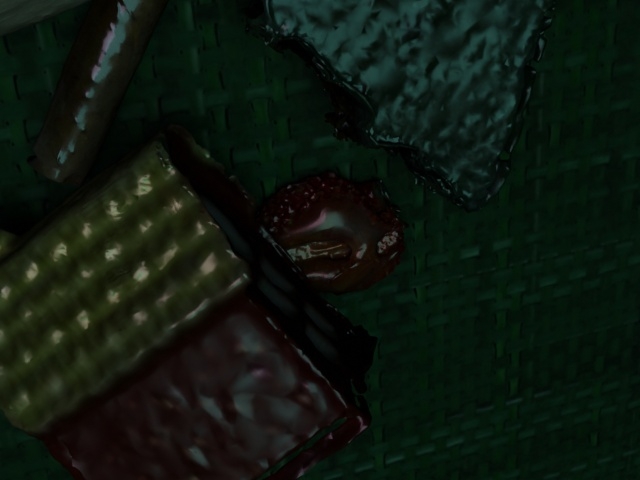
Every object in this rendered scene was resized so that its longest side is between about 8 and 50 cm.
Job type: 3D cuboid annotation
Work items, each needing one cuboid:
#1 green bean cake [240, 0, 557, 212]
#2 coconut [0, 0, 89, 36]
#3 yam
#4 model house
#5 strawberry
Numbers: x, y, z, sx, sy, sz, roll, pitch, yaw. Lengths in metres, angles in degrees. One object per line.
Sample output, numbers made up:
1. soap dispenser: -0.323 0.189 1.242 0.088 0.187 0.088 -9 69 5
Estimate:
1. green bean cake: 0.041 -0.130 0.623 0.208 0.107 0.193 6 115 -21
2. coconut: -0.214 -0.195 0.443 0.233 0.224 0.224 -12 118 -10
3. yam: -0.124 -0.156 0.587 0.046 0.046 0.264 21 107 -26
4. model house: -0.109 0.055 0.611 0.196 0.160 0.254 -37 109 11
5. strawberry: 0.001 0.002 0.705 0.152 0.048 0.104 -17 115 -15
